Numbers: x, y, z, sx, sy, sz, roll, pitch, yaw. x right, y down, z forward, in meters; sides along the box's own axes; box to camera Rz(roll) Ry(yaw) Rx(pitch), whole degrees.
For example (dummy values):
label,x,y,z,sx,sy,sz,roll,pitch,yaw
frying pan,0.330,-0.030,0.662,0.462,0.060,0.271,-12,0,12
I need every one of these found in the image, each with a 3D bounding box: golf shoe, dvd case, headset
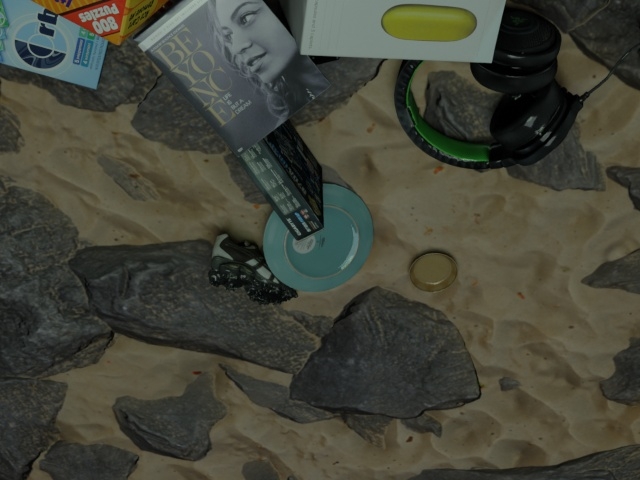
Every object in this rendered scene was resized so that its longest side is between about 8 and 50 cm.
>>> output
label,x,y,z,sx,sy,sz,roll,pitch,yaw
golf shoe,-0.105,0.047,1.884,0.077,0.094,0.198,-20,150,28
dvd case,-0.115,-0.238,1.515,0.164,0.018,0.221,-37,118,10
headset,0.307,-0.244,1.681,0.394,0.185,0.243,-9,128,23

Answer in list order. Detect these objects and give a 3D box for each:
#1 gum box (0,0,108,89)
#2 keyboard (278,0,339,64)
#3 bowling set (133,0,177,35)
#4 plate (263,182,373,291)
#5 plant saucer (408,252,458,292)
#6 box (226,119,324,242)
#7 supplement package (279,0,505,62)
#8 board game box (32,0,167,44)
label,x,y,z,sx,sy,sz,roll,pitch,yaw
gum box,-0.394,-0.316,1.640,0.184,0.041,0.157,15,123,-11
keyboard,-0.019,-0.344,1.646,0.100,0.038,0.192,-15,126,-20
bowling set,-0.168,-0.336,1.520,0.287,0.154,0.200,41,152,-24
plate,0.000,0.000,1.845,0.188,0.024,0.188,-6,112,-15
plant saucer,0.191,0.051,1.929,0.083,0.015,0.083,0,125,-1
box,-0.069,-0.131,1.697,0.051,0.175,0.220,-26,122,16
supplement package,0.096,-0.368,1.501,0.262,0.198,0.199,1,124,-13
board game box,-0.252,-0.505,1.225,0.356,0.356,0.356,28,135,6
